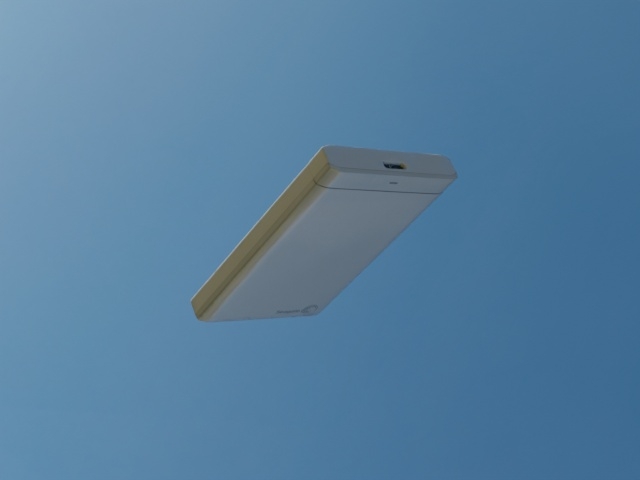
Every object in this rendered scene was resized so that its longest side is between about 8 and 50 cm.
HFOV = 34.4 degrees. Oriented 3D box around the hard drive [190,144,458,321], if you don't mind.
[{"bbox_3d":[0.000,0.000,1.443,0.353,0.233,0.047,-46,-123,39],"label":"hard drive"}]
